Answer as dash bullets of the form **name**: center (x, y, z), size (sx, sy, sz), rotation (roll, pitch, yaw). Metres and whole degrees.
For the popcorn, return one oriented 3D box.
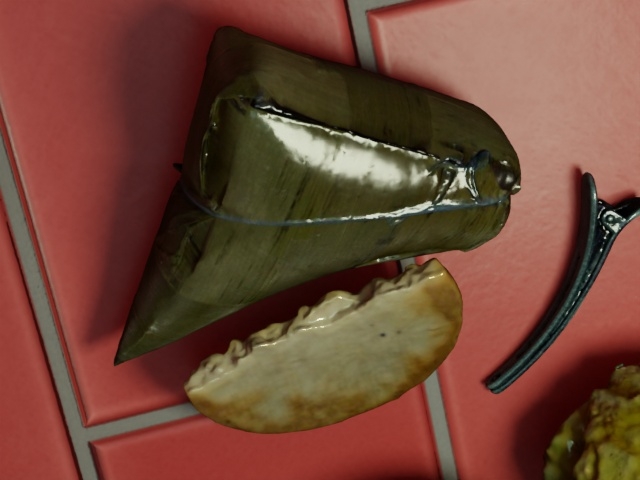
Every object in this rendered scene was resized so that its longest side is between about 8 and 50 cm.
- **popcorn**: center (0.405, 0.259, 1.718), size (0.282, 0.247, 0.282), rotation (-8, 115, -19)

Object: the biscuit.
- **biscuit**: center (0.020, 0.128, 1.673), size (0.309, 0.040, 0.204), rotation (-25, 142, 9)

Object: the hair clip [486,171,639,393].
- **hair clip**: center (0.270, 0.061, 1.737), size (0.083, 0.048, 0.275), rotation (21, 103, -18)

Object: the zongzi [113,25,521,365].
- **zongzi**: center (0.000, 0.000, 1.627), size (0.356, 0.174, 0.393), rotation (13, 117, -20)
